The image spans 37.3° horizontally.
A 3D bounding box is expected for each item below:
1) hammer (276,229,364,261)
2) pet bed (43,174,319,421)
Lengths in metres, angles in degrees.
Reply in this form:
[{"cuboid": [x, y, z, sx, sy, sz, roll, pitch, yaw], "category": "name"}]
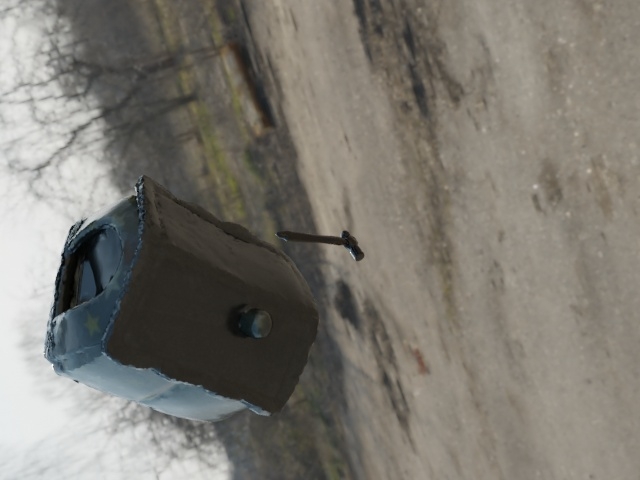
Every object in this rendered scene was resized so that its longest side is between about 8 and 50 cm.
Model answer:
[{"cuboid": [0.000, 0.000, 1.524, 0.021, 0.178, 0.065, -54, 53, 24], "category": "hammer"}, {"cuboid": [-0.121, 0.059, 0.865, 0.211, 0.159, 0.183, 30, -130, -35], "category": "pet bed"}]
